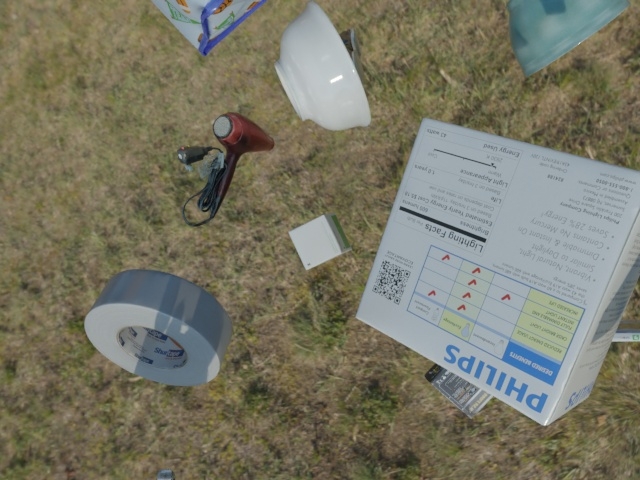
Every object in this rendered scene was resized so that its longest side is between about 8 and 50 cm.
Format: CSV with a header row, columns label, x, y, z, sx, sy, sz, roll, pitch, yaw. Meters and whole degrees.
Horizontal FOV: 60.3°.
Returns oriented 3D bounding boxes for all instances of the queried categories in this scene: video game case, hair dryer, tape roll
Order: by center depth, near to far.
label,x,y,z,sx,sy,sz,roll,pitch,yaw
tape roll,-0.254,0.143,0.878,0.219,0.219,0.072,-13,41,27
hair dryer,-0.214,-0.183,1.248,0.080,0.223,0.293,35,53,22
video game case,0.749,0.202,1.254,0.193,0.212,0.023,-5,88,25

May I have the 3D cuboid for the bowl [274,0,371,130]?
label,x,y,z,sx,sy,sz,roll,pitch,yaw
bowl,-0.013,-0.359,1.221,0.134,0.298,0.297,-27,62,1

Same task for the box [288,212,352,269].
label,x,y,z,sx,sy,sz,roll,pitch,yaw
box,0.000,0.000,1.284,0.102,0.087,0.101,-26,87,22

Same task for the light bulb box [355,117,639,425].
label,x,y,z,sx,sy,sz,roll,pitch,yaw
light bulb box,0.300,0.031,0.892,0.358,0.225,0.361,26,103,38

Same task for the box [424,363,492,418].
label,x,y,z,sx,sy,sz,roll,pitch,yaw
box,0.444,0.370,1.587,0.231,0.183,0.056,-48,15,3

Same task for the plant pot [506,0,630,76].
label,x,y,z,sx,sy,sz,roll,pitch,yaw
plant pot,0.616,-0.602,1.447,0.293,0.293,0.196,-35,96,17

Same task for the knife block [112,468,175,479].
label,x,y,z,sx,sy,sz,roll,pitch,yaw
knife block,-0.229,0.347,0.652,0.276,0.088,0.242,-164,83,-67

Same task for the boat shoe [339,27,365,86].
label,x,y,z,sx,sy,sz,roll,pitch,yaw
boat shoe,0.082,-0.580,1.790,0.096,0.112,0.335,-15,42,15

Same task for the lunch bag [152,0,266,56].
label,x,y,z,sx,sy,sz,roll,pitch,yaw
lunch bag,-0.173,-0.595,0.967,0.385,0.239,0.328,-45,100,-14
